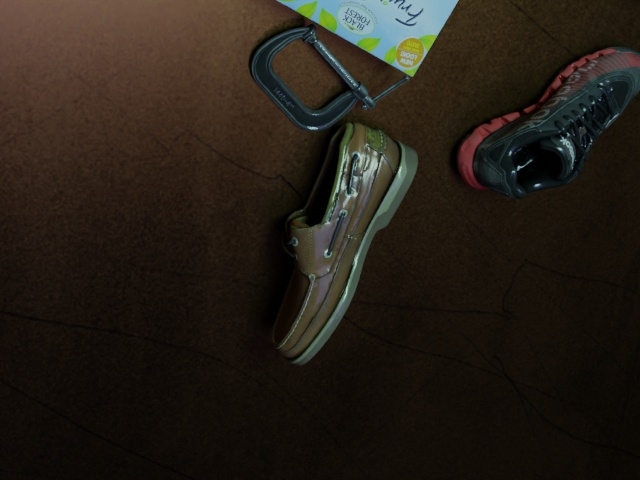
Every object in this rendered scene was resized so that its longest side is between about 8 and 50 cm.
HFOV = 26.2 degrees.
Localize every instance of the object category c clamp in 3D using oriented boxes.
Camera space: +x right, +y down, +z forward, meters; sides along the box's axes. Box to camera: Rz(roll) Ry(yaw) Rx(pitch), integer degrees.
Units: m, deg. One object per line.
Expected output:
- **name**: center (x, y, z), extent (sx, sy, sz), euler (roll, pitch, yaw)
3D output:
- **c clamp**: center (0.003, -0.197, 1.624), extent (0.137, 0.022, 0.160), euler (-40, 122, 18)

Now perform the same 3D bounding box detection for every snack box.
- **snack box**: center (0.060, -0.311, 1.570), extent (0.207, 0.070, 0.174), euler (26, 101, -29)

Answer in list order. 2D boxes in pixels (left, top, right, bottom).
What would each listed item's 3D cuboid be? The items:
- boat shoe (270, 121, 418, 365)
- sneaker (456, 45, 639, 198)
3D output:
- **boat shoe**: center (0.000, 0.000, 1.681), extent (0.104, 0.111, 0.307), euler (24, 93, -25)
- **sneaker**: center (0.308, -0.140, 1.713), extent (0.276, 0.135, 0.098), euler (-34, 120, -5)
